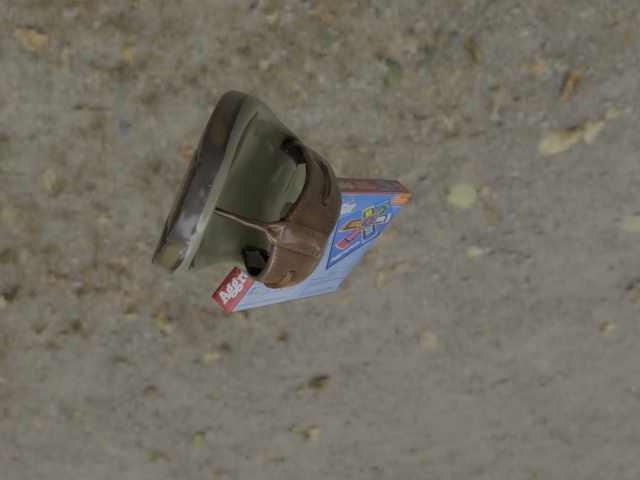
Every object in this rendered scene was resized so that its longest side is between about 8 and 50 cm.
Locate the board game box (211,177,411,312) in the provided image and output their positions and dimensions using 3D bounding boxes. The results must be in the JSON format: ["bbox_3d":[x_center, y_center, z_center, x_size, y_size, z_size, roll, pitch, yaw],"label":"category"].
[{"bbox_3d":[0.000,0.000,1.268,0.145,0.027,0.281,-50,166,14],"label":"board game box"}]

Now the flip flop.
[{"bbox_3d":[-0.024,-0.013,0.775,0.080,0.112,0.277,22,177,16],"label":"flip flop"}]
